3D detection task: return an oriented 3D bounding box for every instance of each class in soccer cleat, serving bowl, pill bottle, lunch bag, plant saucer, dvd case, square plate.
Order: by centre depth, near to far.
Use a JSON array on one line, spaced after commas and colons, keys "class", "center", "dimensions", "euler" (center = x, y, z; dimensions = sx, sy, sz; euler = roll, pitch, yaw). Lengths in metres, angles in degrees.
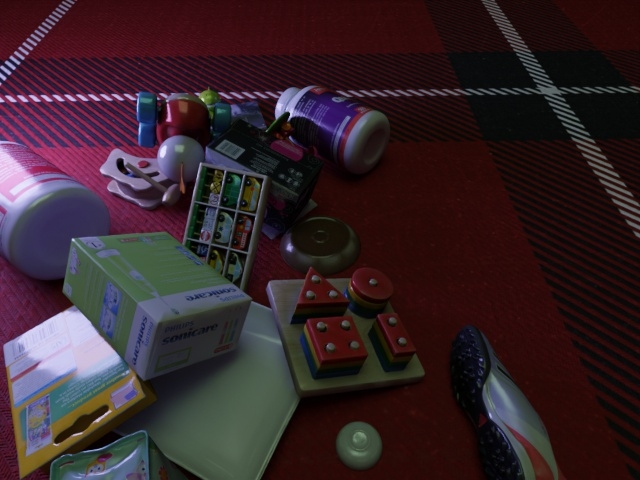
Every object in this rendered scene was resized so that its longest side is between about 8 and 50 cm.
[{"class": "lunch bag", "center": [-0.249, 0.429, 0.643], "dimensions": [0.160, 0.223, 0.262], "euler": [-16, 49, -7]}, {"class": "serving bowl", "center": [0.067, 0.350, 0.853], "dimensions": [0.083, 0.027, 0.083], "euler": [-1, 44, 1]}, {"class": "soccer cleat", "center": [0.321, 0.294, 0.869], "dimensions": [0.116, 0.109, 0.318], "euler": [10, 41, -18]}, {"class": "square plate", "center": [-0.196, 0.257, 0.934], "dimensions": [0.347, 0.049, 0.344], "euler": [18, 49, 18]}, {"class": "pill bottle", "center": [-0.709, -0.095, 1.161], "dimensions": [0.407, 0.229, 0.229], "euler": [30, 53, 26]}, {"class": "plant saucer", "center": [0.000, 0.000, 1.194], "dimensions": [0.198, 0.036, 0.199], "euler": [0, 45, 0]}, {"class": "pill bottle", "center": [0.027, -0.330, 1.416], "dimensions": [0.323, 0.182, 0.181], "euler": [32, 54, 28]}, {"class": "dvd case", "center": [-0.299, -0.391, 1.596], "dimensions": [0.221, 0.018, 0.165], "euler": [-12, 47, -11]}]

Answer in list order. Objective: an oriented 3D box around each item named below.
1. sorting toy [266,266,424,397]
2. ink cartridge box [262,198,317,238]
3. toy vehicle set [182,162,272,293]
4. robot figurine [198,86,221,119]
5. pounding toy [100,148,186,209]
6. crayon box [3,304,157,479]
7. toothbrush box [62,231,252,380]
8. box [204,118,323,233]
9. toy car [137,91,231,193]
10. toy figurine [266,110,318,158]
[{"class": "sorting toy", "center": [0.053, 0.153, 0.954], "dimensions": [0.257, 0.089, 0.255], "euler": [0, 43, -24]}, {"class": "ink cartridge box", "center": [-0.149, -0.108, 1.308], "dimensions": [0.224, 0.056, 0.181], "euler": [43, 57, 12]}, {"class": "toy vehicle set", "center": [-0.217, -0.028, 1.105], "dimensions": [0.165, 0.035, 0.267], "euler": [12, 90, 13]}, {"class": "robot figurine", "center": [-0.339, -0.411, 1.520], "dimensions": [0.067, 0.115, 0.101], "euler": [-1, 45, 1]}, {"class": "pounding toy", "center": [-0.454, -0.190, 1.303], "dimensions": [0.269, 0.155, 0.154], "euler": [23, 52, 18]}, {"class": "crayon box", "center": [-0.424, 0.247, 0.866], "dimensions": [0.203, 0.083, 0.323], "euler": [-32, 41, -16]}, {"class": "toothbrush box", "center": [-0.304, 0.102, 0.912], "dimensions": [0.283, 0.122, 0.206], "euler": [30, 22, 30]}, {"class": "box", "center": [-0.146, -0.158, 1.214], "dimensions": [0.247, 0.142, 0.163], "euler": [27, 46, 5]}, {"class": "toy car", "center": [-0.343, -0.215, 1.219], "dimensions": [0.219, 0.210, 0.238], "euler": [5, 66, -17]}, {"class": "toy figurine", "center": [-0.083, -0.237, 1.339], "dimensions": [0.159, 0.130, 0.173], "euler": [42, 61, -1]}]
